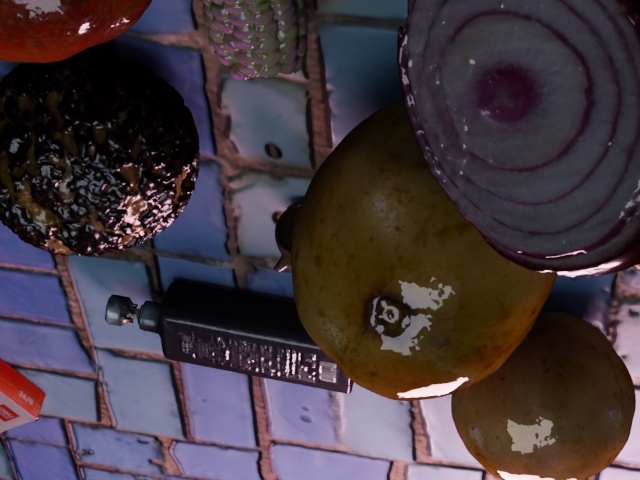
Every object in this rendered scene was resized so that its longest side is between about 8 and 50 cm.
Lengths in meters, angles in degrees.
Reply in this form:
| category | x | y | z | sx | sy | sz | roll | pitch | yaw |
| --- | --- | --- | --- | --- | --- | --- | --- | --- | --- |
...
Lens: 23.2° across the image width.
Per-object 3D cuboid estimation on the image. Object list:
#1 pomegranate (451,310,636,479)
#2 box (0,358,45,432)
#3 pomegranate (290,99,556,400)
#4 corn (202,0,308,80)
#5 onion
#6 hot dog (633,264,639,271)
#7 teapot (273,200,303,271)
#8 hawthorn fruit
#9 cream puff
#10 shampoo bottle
| category | x | y | z | sx | sy | sz | roll | pitch | yaw |
| --- | --- | --- | --- | --- | --- | --- | --- | --- | --- |
| pomegranate | 0.249 | 0.178 | 1.745 | 0.207 | 0.207 | 0.207 | 9 | 140 | 7 |
| box | -0.491 | 0.176 | 2.093 | 0.123 | 0.050 | 0.229 | -23 | 127 | 34 |
| pomegranate | 0.099 | 0.013 | 1.522 | 0.307 | 0.307 | 0.307 | 9 | 140 | 7 |
| corn | -0.066 | -0.281 | 1.376 | 0.127 | 0.126 | 0.335 | 7 | 144 | 10 |
| onion | 0.241 | -0.152 | 1.316 | 0.282 | 0.260 | 0.336 | -10 | 103 | 48 |
| hot dog | 0.377 | 0.020 | 1.627 | 0.286 | 0.061 | 0.088 | 32 | 141 | -22 |
| teapot | 0.000 | 0.000 | 1.720 | 0.121 | 0.076 | 0.068 | -25 | 144 | 1 |
| hawthorn fruit | -0.275 | -0.255 | 1.411 | 0.253 | 0.205 | 0.205 | -4 | 137 | 32 |
| cream puff | -0.246 | -0.082 | 1.623 | 0.239 | 0.165 | 0.239 | 8 | 137 | 8 |
| shampoo bottle | -0.108 | 0.111 | 1.879 | 0.309 | 0.071 | 0.098 | 10 | 141 | 6 |
